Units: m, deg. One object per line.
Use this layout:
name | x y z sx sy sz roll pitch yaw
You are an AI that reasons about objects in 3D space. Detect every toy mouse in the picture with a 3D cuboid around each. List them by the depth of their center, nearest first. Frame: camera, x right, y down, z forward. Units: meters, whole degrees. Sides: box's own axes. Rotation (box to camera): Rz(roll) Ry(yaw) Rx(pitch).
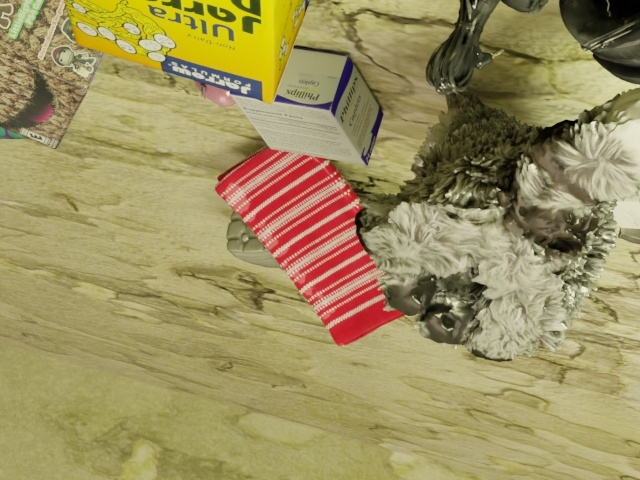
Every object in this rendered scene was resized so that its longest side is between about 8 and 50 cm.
toy mouse | -0.135 -0.189 1.919 0.143 0.031 0.161 8 159 31

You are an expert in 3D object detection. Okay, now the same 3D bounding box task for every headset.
headset | 0.199 -0.196 1.324 0.243 0.185 0.394 27 177 -20

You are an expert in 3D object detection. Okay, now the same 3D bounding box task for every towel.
towel | 0.000 0.000 2.087 0.275 0.031 0.199 52 141 -8

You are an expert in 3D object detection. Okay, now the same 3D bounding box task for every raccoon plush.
raccoon plush | 0.239 -0.070 1.595 0.446 0.299 0.216 -23 116 43

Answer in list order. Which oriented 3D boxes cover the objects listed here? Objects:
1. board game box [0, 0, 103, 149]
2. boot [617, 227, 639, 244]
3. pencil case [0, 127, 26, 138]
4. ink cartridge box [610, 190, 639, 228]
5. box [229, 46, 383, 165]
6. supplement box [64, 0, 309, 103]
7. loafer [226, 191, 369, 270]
board game box | -0.382 -0.246 1.829 0.291 0.141 0.232 22 161 -10
boot | 0.433 -0.016 1.810 0.208 0.076 0.190 24 160 8
pencil case | -0.425 -0.166 2.222 0.151 0.064 0.070 2 171 41
ink cartridge box | 0.345 -0.069 1.670 0.180 0.104 0.060 2 155 40
box | -0.013 -0.151 1.842 0.126 0.072 0.137 11 161 24
supplement box | -0.099 -0.287 1.344 0.194 0.195 0.356 18 162 5
loafer | 0.020 -0.003 2.199 0.319 0.112 0.111 6 170 40
